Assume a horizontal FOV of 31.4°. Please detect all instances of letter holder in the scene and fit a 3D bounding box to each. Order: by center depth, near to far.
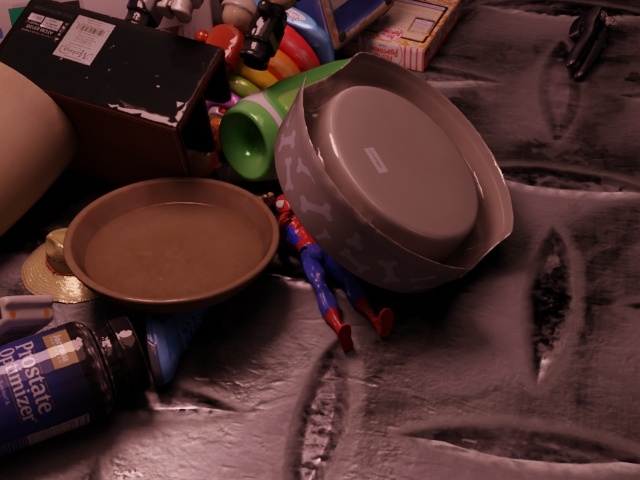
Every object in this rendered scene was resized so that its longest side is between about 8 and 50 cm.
[{"bbox_3d":[-0.292,-0.194,1.639,0.302,0.214,0.152,18,62,14],"label":"letter holder"}]

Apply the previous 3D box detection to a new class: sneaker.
[{"bbox_3d":[-0.181,0.096,1.450,0.082,0.069,0.209,0,42,-4],"label":"sneaker"}]

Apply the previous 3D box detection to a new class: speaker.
[{"bbox_3d":[-0.005,-0.185,1.682,0.131,0.131,0.296,32,42,32],"label":"speaker"}]

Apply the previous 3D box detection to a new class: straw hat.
[{"bbox_3d":[-0.341,0.016,1.548,0.144,0.061,0.144,-1,43,1],"label":"straw hat"}]

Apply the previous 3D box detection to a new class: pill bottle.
[{"bbox_3d":[-0.318,0.167,1.334,0.219,0.123,0.123,-20,45,-18],"label":"pill bottle"}]

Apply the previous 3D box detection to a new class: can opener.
[{"bbox_3d":[0.454,-0.332,1.920,0.059,0.073,0.186,39,48,-14],"label":"can opener"}]

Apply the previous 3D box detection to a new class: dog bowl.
[{"bbox_3d":[0.091,-0.084,1.497,0.349,0.102,0.348,25,43,-25],"label":"dog bowl"}]

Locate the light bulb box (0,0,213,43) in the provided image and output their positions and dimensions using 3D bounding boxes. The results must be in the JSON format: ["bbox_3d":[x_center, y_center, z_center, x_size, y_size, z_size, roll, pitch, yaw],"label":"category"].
[{"bbox_3d":[-0.377,-0.394,1.869,0.361,0.225,0.358,-10,38,-10],"label":"light bulb box"}]

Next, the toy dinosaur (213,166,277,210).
[{"bbox_3d":[-0.122,-0.056,1.633,0.093,0.053,0.183,-22,22,-21],"label":"toy dinosaur"}]

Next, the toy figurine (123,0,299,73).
[{"bbox_3d":[-0.154,-0.337,1.617,0.213,0.209,0.148,-6,59,61],"label":"toy figurine"}]

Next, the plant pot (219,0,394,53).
[{"bbox_3d":[-0.022,-0.439,1.880,0.212,0.236,0.236,21,51,38],"label":"plant pot"}]

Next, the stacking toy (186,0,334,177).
[{"bbox_3d":[-0.119,-0.213,1.752,0.175,0.165,0.302,26,63,19],"label":"stacking toy"}]

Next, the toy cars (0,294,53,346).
[{"bbox_3d":[-0.512,0.143,1.370,0.394,0.176,0.087,-11,81,-9],"label":"toy cars"}]

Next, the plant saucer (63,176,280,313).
[{"bbox_3d":[-0.191,0.007,1.475,0.278,0.041,0.278,1,36,0],"label":"plant saucer"}]

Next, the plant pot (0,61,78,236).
[{"bbox_3d":[-0.508,-0.078,1.553,0.256,0.256,0.274,15,61,18],"label":"plant pot"}]

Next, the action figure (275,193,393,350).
[{"bbox_3d":[0.000,0.000,1.504,0.091,0.139,0.280,-18,42,-17],"label":"action figure"}]

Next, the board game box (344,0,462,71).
[{"bbox_3d":[0.145,-0.375,1.974,0.147,0.045,0.193,16,45,19],"label":"board game box"}]
